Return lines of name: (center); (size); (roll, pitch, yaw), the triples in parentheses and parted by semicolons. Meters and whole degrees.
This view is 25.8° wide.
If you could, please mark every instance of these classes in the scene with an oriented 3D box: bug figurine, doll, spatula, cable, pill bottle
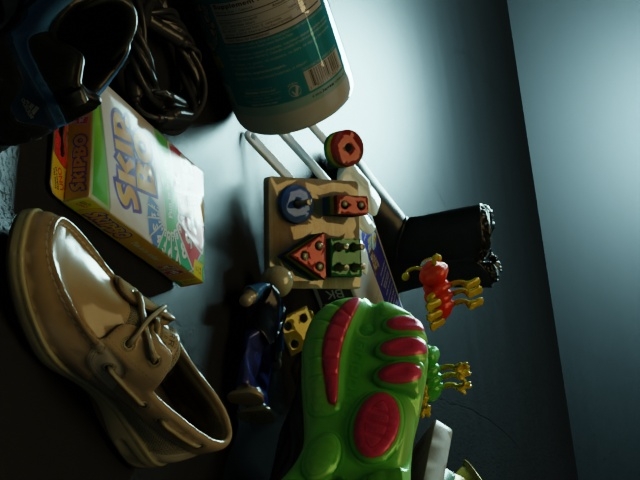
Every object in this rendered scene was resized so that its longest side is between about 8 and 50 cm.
bug figurine: (0.083, 0.144, 1.788); (0.279, 0.072, 0.216); (-24, 119, -27)
doll: (-0.063, 0.108, 1.548); (0.129, 0.046, 0.189); (66, 26, -49)
spatula: (-0.005, -0.088, 1.748); (0.242, 0.019, 0.168); (47, 37, -25)
cable: (-0.162, -0.182, 1.404); (0.184, 0.047, 0.150); (-18, 91, -75)
pill bottle: (-0.065, -0.261, 1.556); (0.146, 0.146, 0.264); (-72, 148, -53)

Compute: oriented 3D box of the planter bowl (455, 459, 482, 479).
planter bowl: (0.238, 0.457, 2.163); (0.217, 0.090, 0.217); (61, -5, 9)

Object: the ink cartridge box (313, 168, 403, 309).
ink cartridge box: (0.055, 0.080, 1.888); (0.165, 0.065, 0.332); (-71, 146, -55)

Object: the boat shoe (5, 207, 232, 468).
boat shoe: (-0.163, 0.083, 1.175); (0.109, 0.098, 0.302); (-80, 154, -45)

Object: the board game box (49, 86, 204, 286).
board game box: (-0.176, -0.055, 1.313); (0.259, 0.039, 0.124); (41, 43, -59)

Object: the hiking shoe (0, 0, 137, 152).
hiking shoe: (-0.199, -0.174, 1.135); (0.304, 0.132, 0.113); (-79, 153, -47)

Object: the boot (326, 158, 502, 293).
boot: (0.135, -0.033, 1.950); (0.094, 0.207, 0.246); (-67, 143, -58)

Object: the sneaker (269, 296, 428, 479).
sneaker: (0.015, 0.286, 1.469); (0.202, 0.185, 0.482); (90, 19, -49)

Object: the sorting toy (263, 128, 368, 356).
sorting toy: (0.000, 0.000, 1.663); (0.132, 0.046, 0.274); (2, 85, -34)

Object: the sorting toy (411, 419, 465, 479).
sorting toy: (0.086, 0.374, 1.543); (0.257, 0.089, 0.255); (-58, -176, 27)
